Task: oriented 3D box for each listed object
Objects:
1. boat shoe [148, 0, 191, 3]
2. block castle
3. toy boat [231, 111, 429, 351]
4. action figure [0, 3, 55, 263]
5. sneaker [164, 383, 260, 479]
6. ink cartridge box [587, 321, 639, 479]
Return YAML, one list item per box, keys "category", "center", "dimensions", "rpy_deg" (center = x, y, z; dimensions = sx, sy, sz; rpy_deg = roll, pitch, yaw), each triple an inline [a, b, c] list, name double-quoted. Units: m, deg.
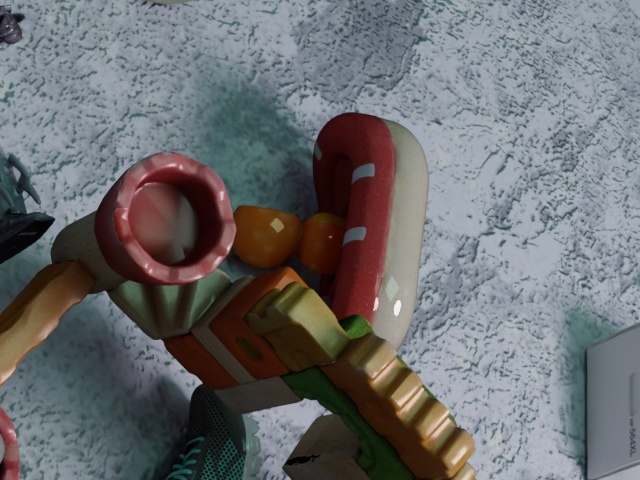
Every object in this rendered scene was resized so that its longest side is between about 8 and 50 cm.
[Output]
- category: "boat shoe"
  center: [-0.210, -0.309, 1.374]
  dimensions: [0.340, 0.127, 0.113]
  rpy_deg: [24, 53, -36]
- category: "block castle"
  center: [-0.050, 0.193, 1.141]
  dimensions: [0.453, 0.213, 0.303]
  rpy_deg: [48, 61, -13]
- category: "toy boat"
  center: [0.000, 0.000, 1.426]
  dimensions: [0.151, 0.151, 0.231]
  rpy_deg: [12, 56, -6]
- category: "action figure"
  center: [-0.283, -0.117, 1.225]
  dimensions: [0.185, 0.099, 0.285]
  rpy_deg: [-8, 70, -37]
- category: "sneaker"
  center: [-0.087, 0.179, 1.283]
  dimensions: [0.076, 0.065, 0.166]
  rpy_deg: [13, 59, -35]
- category: "ink cartridge box"
  center: [0.350, 0.184, 1.681]
  dimensions: [0.203, 0.086, 0.148]
  rpy_deg: [27, 52, -31]
